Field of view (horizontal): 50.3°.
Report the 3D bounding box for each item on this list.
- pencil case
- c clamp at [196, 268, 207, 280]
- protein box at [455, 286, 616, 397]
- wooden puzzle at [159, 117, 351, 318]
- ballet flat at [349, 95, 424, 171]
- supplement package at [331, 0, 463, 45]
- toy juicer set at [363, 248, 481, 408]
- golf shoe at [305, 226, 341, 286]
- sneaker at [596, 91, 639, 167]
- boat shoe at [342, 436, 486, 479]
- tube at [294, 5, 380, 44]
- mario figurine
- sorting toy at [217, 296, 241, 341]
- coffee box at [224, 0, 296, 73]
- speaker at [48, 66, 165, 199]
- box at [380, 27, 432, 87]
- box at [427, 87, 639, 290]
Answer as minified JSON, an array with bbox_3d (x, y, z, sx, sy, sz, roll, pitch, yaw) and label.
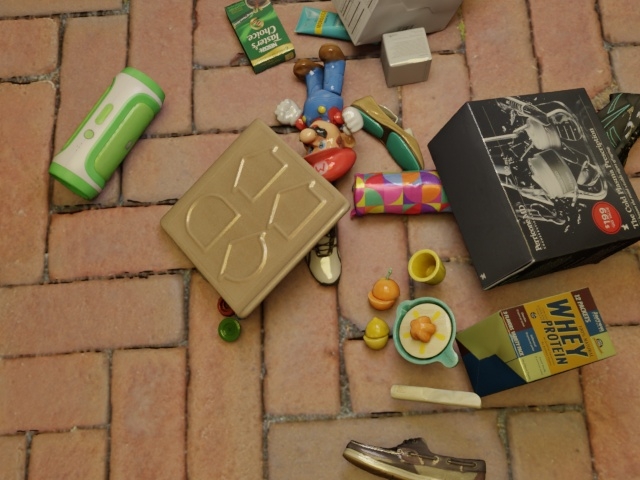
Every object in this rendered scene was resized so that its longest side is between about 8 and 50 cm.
[{"bbox_3d":[0.181,-0.104,1.492,0.236,0.104,0.105,-2,73,3],"label":"pencil case"},{"bbox_3d":[-0.189,0.048,1.495,0.160,0.022,0.137,-28,75,-7],"label":"c clamp"},{"bbox_3d":[0.406,0.201,1.314,0.201,0.200,0.136,-12,73,-19],"label":"protein box"},{"bbox_3d":[-0.140,-0.050,1.449,0.322,0.080,0.348,-46,59,2],"label":"wooden puzzle"},{"bbox_3d":[0.166,-0.248,1.546,0.073,0.080,0.232,-39,77,-25],"label":"ballet flat"},{"bbox_3d":[0.189,-0.576,1.535,0.261,0.204,0.145,-17,73,-25],"label":"supplement package"},{"bbox_3d":[0.177,0.194,1.362,0.209,0.089,0.329,-23,60,24],"label":"toy juicer set"},{"bbox_3d":[0.000,0.000,1.467,0.077,0.094,0.198,-11,75,-3],"label":"golf shoe"},{"bbox_3d":[0.644,-0.220,1.524,0.106,0.101,0.267,28,76,32],"label":"sneaker"},{"bbox_3d":[0.186,0.432,1.333,0.285,0.103,0.092,16,69,3],"label":"boat shoe"},{"bbox_3d":[0.047,-0.517,1.646,0.207,0.052,0.080,13,63,10],"label":"tube"},{"bbox_3d":[-0.006,-0.280,1.504,0.170,0.198,0.321,0,69,-11],"label":"mario figurine"},{"bbox_3d":[-0.186,0.163,1.457,0.061,0.042,0.102,-8,85,16],"label":"sorting toy"},{"bbox_3d":[-0.146,-0.504,1.648,0.113,0.040,0.184,-23,74,-5],"label":"coffee box"},{"bbox_3d":[-0.477,-0.241,1.536,0.131,0.131,0.297,30,77,10],"label":"speaker"},{"bbox_3d":[0.197,-0.423,1.580,0.101,0.101,0.087,-10,74,-1],"label":"box"},{"bbox_3d":[0.439,-0.109,1.391,0.312,0.179,0.344,-12,73,-23],"label":"box"}]
